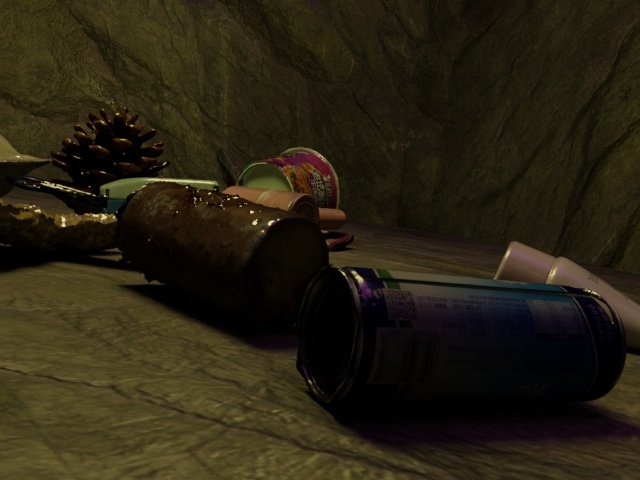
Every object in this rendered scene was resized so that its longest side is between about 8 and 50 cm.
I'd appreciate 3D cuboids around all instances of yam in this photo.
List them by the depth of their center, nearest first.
[{"bbox_3d":[-0.114,0.010,0.732,0.131,0.131,0.279,4,8,-41],"label":"yam"}]

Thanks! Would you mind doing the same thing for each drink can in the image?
[{"bbox_3d":[0.105,0.073,0.500,0.235,0.097,0.097,5,5,-25],"label":"drink can"}]

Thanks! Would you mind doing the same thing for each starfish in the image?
[{"bbox_3d":[-0.384,-0.026,0.867,0.431,0.083,0.324,7,-5,-35],"label":"starfish"}]

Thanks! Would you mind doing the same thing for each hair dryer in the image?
[{"bbox_3d":[-0.060,-0.051,1.590,0.210,0.126,0.352,9,4,33],"label":"hair dryer"}]

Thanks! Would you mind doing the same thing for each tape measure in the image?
[{"bbox_3d":[-0.346,-0.055,1.195,0.351,0.098,0.215,5,-8,-5],"label":"tape measure"}]

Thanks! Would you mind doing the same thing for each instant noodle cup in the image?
[{"bbox_3d":[-0.099,-0.117,1.786,0.251,0.251,0.190,10,14,28],"label":"instant noodle cup"}]

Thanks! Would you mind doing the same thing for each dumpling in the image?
[{"bbox_3d":[-0.634,-0.148,1.254,0.163,0.204,0.293,53,-15,-16],"label":"dumpling"}]

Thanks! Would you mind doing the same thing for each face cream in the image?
[{"bbox_3d":[0.357,0.091,0.865,0.273,0.096,0.154,23,5,16],"label":"face cream"}]

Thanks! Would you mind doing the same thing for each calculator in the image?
[{"bbox_3d":[0.000,0.000,1.671,0.126,0.034,0.190,10,11,18],"label":"calculator"}]

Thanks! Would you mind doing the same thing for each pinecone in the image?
[{"bbox_3d":[-0.428,-0.146,1.405,0.264,0.264,0.264,8,4,-1],"label":"pinecone"}]
